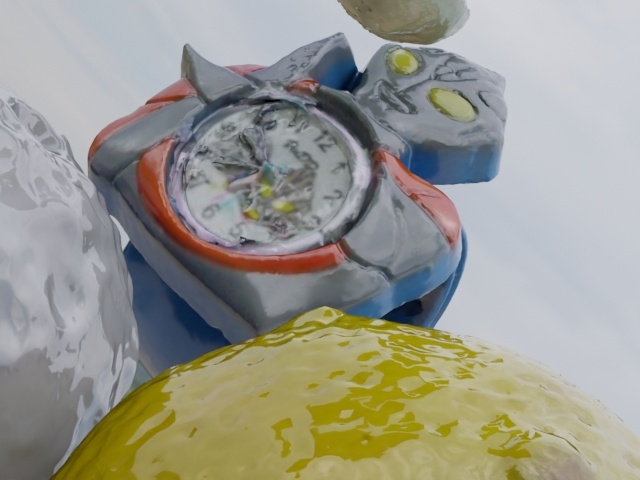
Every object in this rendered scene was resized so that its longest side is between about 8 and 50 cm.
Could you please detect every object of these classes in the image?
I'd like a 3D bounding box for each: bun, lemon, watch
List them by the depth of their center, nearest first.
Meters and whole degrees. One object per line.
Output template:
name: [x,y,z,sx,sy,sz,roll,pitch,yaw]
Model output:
lemon: [0.021,0.200,0.756,0.350,0.350,0.387,50,9,-12]
watch: [0.000,0.000,1.163,0.241,0.305,0.274,47,-26,28]
bun: [0.054,-0.333,1.875,0.287,0.146,0.287,56,6,-9]

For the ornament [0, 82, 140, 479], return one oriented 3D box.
ornament: [-0.260,0.055,0.885,0.337,0.337,0.337,47,-9,10]
